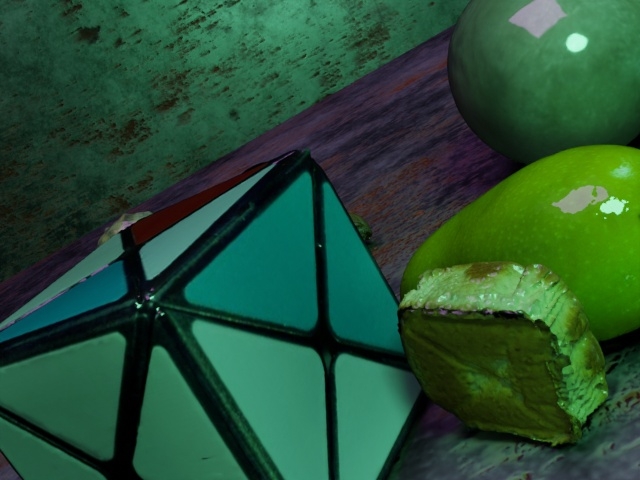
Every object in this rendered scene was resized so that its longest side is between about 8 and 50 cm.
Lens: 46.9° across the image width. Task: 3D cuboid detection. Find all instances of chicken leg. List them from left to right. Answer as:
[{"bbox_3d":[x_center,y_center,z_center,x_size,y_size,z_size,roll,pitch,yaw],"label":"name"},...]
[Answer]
[{"bbox_3d":[-0.002,-0.002,1.113,0.085,0.069,0.198,-37,11,-28],"label":"chicken leg"}]

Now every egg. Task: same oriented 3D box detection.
[{"bbox_3d":[0.289,-0.220,0.918,0.258,0.259,0.352,-29,17,5],"label":"egg"}]

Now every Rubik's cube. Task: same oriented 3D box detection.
[{"bbox_3d":[-0.088,0.109,0.606,0.250,0.246,0.248,-19,20,33],"label":"Rubik's cube"}]

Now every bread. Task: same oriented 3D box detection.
[{"bbox_3d":[0.129,0.082,0.534,0.140,0.128,0.069,-4,28,44],"label":"bread"}]

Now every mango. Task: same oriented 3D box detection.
[{"bbox_3d":[0.182,0.014,0.632,0.175,0.143,0.293,-48,13,-32],"label":"mango"}]

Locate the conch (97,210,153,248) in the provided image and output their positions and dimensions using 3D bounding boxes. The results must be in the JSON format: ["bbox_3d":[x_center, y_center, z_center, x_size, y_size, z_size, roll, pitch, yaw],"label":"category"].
[{"bbox_3d":[-0.256,0.063,1.209,0.210,0.159,0.291,-20,56,5],"label":"conch"}]

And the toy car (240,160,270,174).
[{"bbox_3d":[-0.038,0.011,0.878,0.089,0.210,0.108,-19,14,-5],"label":"toy car"}]
